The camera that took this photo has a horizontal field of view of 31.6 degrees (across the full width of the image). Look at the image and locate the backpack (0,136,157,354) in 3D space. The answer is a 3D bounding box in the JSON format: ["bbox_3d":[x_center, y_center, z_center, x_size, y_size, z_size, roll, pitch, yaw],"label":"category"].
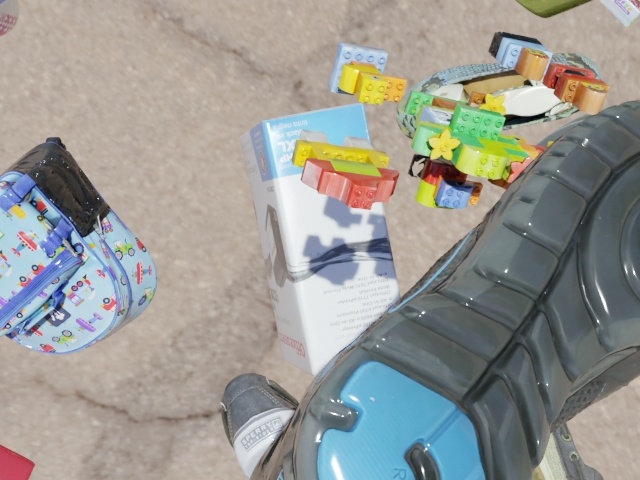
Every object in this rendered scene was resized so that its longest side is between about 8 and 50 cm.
[{"bbox_3d":[-0.236,0.027,0.968,0.158,0.117,0.173,-33,106,22],"label":"backpack"}]

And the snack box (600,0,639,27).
[{"bbox_3d":[0.435,-0.393,1.682,0.141,0.100,0.037,46,138,3],"label":"snack box"}]

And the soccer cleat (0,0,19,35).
[{"bbox_3d":[-0.420,-0.341,1.434,0.143,0.331,0.116,-29,90,3],"label":"soccer cleat"}]

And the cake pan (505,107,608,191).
[{"bbox_3d":[0.336,-0.017,1.343,0.293,0.054,0.293,-4,84,38],"label":"cake pan"}]

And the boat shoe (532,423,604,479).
[{"bbox_3d":[0.210,0.216,0.967,0.073,0.080,0.224,-17,68,-17],"label":"boat shoe"}]

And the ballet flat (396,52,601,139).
[{"bbox_3d":[0.146,-0.121,0.980,0.188,0.070,0.070,-14,71,25],"label":"ballet flat"}]

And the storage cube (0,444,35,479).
[{"bbox_3d":[-0.557,0.368,1.655,0.193,0.183,0.215,32,67,-15],"label":"storage cube"}]

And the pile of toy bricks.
[{"bbox_3d":[0.099,-0.063,0.714,0.105,0.212,0.118,-116,36,-57],"label":"pile of toy bricks"}]

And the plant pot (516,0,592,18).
[{"bbox_3d":[0.232,-0.312,0.824,0.293,0.274,0.275,-40,65,26],"label":"plant pot"}]

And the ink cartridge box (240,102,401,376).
[{"bbox_3d":[0.000,0.000,1.409,0.129,0.223,0.308,-12,92,-12],"label":"ink cartridge box"}]

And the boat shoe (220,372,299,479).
[{"bbox_3d":[-0.029,0.171,0.895,0.080,0.228,0.076,-32,57,-1],"label":"boat shoe"}]

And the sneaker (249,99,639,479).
[{"bbox_3d":[0.099,0.037,0.572,0.340,0.139,0.125,-31,85,-29],"label":"sneaker"}]
